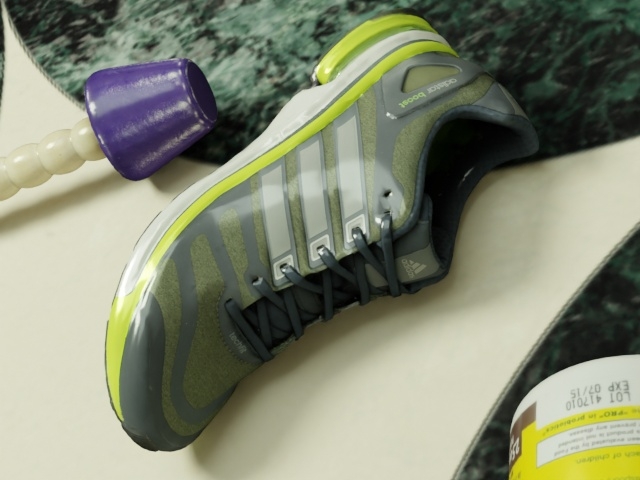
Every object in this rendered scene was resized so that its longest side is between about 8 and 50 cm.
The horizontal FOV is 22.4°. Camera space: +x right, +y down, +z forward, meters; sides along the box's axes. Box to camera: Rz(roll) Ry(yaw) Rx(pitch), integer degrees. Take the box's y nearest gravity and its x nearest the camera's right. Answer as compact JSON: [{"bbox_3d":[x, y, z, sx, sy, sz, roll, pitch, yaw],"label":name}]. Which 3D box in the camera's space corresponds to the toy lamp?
[{"bbox_3d":[-0.199,-0.048,1.067,0.275,0.080,0.080,-21,47,13],"label":"toy lamp"}]

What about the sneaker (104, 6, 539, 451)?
[{"bbox_3d":[0.000,0.000,0.896,0.121,0.111,0.300,31,75,38],"label":"sneaker"}]

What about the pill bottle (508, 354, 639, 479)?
[{"bbox_3d":[0.136,0.164,0.673,0.117,0.117,0.215,-12,49,22],"label":"pill bottle"}]
